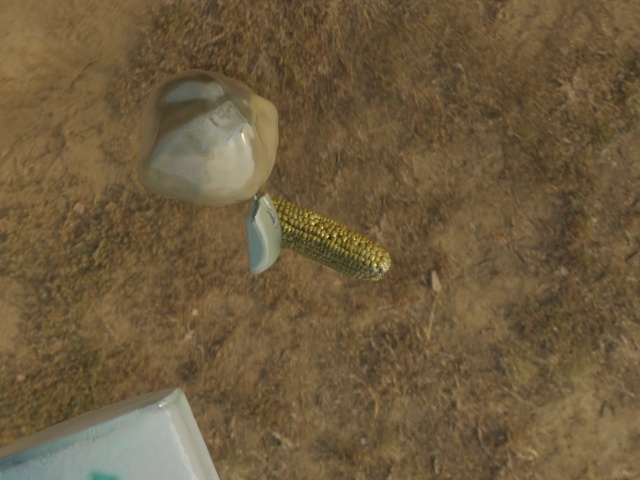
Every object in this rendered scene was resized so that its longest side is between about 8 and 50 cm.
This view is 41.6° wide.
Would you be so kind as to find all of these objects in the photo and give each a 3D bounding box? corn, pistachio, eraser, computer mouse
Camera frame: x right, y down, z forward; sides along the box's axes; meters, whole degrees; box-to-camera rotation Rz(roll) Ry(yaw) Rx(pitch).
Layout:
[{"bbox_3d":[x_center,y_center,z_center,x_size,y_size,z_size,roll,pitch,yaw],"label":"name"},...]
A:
[{"bbox_3d":[0.000,0.000,1.648,0.292,0.101,0.101,23,113,11],"label":"corn"},{"bbox_3d":[-0.167,-0.142,1.272,0.226,0.332,0.207,-35,88,-3],"label":"pistachio"},{"bbox_3d":[-0.159,0.290,0.739,0.189,0.104,0.289,-23,91,1],"label":"eraser"},{"bbox_3d":[-0.099,-0.014,1.523,0.056,0.089,0.181,5,132,7],"label":"computer mouse"}]
